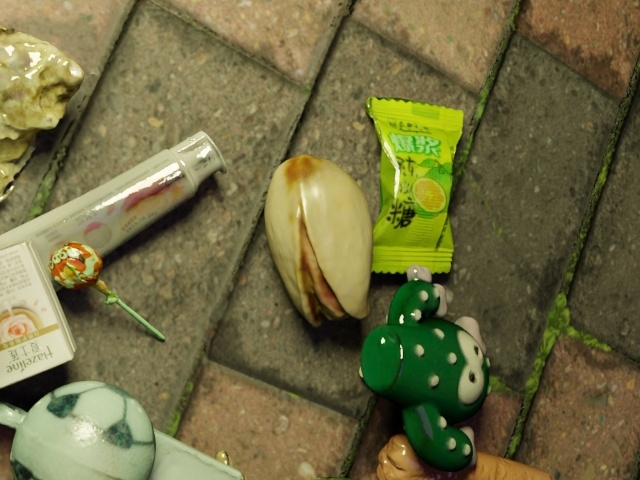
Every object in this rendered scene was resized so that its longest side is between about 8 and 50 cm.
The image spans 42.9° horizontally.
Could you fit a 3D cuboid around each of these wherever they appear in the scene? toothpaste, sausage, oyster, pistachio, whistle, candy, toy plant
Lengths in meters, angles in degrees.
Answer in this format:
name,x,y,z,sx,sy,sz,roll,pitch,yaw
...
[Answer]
name,x,y,z,sx,sy,sz,roll,pitch,yaw
toothpaste,-0.256,-0.019,0.934,0.323,0.066,0.100,-34,107,-16
sausage,0.207,0.331,1.121,0.289,0.086,0.086,19,81,-22
oyster,-0.413,-0.122,0.833,0.351,0.115,0.238,-24,99,-23
pistachio,0.000,0.000,1.008,0.144,0.144,0.215,-16,93,-24
whistle,-0.223,0.244,0.883,0.290,0.163,0.163,28,77,-7
candy,0.131,-0.074,1.107,0.149,0.069,0.246,5,86,-22
toy plant,0.150,0.168,1.057,0.243,0.112,0.232,48,46,-29
candy,-0.236,0.066,0.929,0.184,0.056,0.049,51,24,-39

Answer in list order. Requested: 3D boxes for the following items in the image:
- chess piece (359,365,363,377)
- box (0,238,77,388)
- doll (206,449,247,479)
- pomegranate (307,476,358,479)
name,x,y,z,sx,sy,sz,roll,pitch,yaw
chess piece,0.098,0.191,1.105,0.092,0.035,0.035,35,75,-24
box,-0.372,0.093,0.846,0.199,0.081,0.135,-20,99,-10
doll,-0.117,0.308,0.991,0.061,0.051,0.093,-15,98,6
pomegranate,0.035,0.376,0.987,0.263,0.211,0.211,-30,102,-48
